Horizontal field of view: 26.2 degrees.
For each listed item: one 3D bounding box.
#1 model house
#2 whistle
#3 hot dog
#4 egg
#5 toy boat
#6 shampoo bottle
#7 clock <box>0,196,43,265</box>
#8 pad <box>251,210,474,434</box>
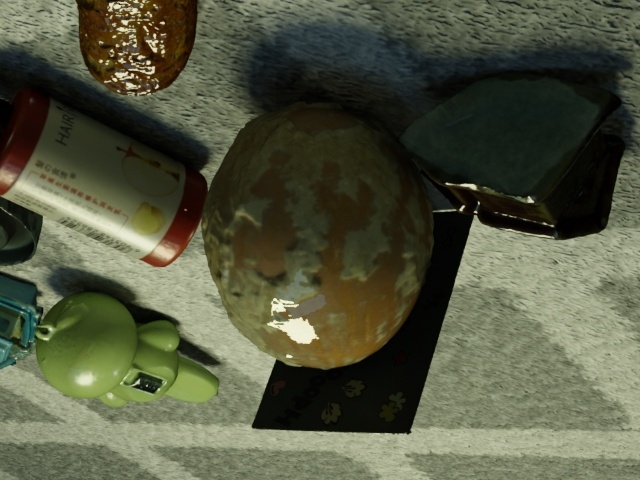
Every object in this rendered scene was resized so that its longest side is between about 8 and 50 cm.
[{"bbox_3d":[0.165,-0.059,1.131,0.165,0.106,0.152,18,165,30],"label":"model house"},{"bbox_3d":[-0.252,0.141,1.752,0.141,0.141,0.294,-2,167,31],"label":"whistle"},{"bbox_3d":[-0.148,-0.178,1.074,0.099,0.065,0.147,12,143,6],"label":"hot dog"},{"bbox_3d":[0.000,0.000,1.188,0.203,0.203,0.245,4,120,21],"label":"egg"},{"bbox_3d":[-0.430,0.128,1.813,0.109,0.098,0.238,22,154,-9],"label":"toy boat"},{"bbox_3d":[-0.248,-0.074,1.293,0.278,0.104,0.104,26,152,-25],"label":"shampoo bottle"},{"bbox_3d":[-0.413,-0.038,1.527,0.214,0.042,0.215,11,154,5],"label":"clock"},{"bbox_3d":[0.043,0.071,1.279,0.170,0.246,0.006,-2,142,32],"label":"pad"}]
